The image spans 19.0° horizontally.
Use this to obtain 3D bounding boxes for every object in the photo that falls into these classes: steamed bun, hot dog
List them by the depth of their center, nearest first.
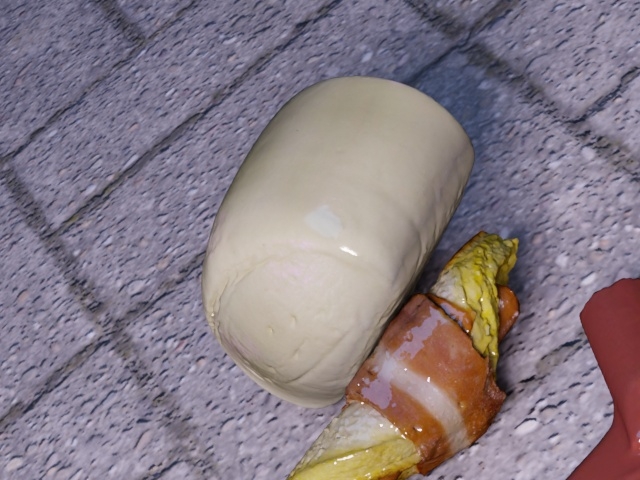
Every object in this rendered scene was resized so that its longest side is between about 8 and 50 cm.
[{"bbox_3d":[0.074,0.105,1.314,0.093,0.123,0.261,34,79,14],"label":"hot dog"},{"bbox_3d":[0.000,0.000,1.390,0.200,0.155,0.250,-59,-6,-30],"label":"steamed bun"}]

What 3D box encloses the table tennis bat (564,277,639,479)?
[{"bbox_3d":[0.227,0.172,1.150,0.268,0.051,0.414,-29,37,13],"label":"table tennis bat"}]
